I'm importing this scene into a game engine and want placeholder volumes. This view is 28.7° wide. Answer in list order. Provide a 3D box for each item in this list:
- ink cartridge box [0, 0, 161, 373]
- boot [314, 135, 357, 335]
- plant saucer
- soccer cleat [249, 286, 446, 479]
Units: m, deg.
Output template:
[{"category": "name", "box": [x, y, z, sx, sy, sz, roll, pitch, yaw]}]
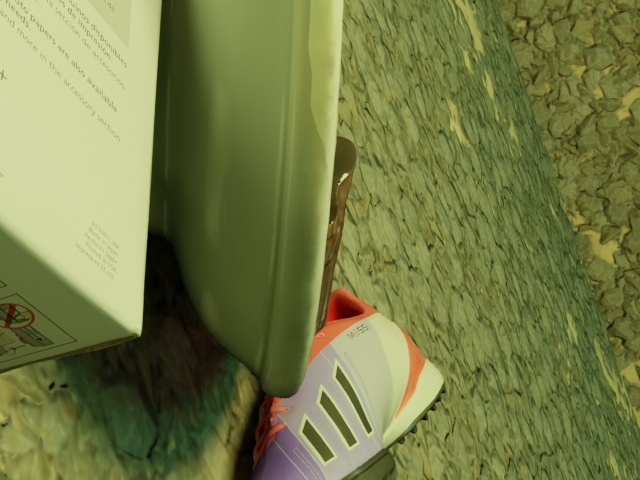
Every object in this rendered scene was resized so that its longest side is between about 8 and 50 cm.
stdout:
[{"category": "ink cartridge box", "box": [-0.192, -0.132, 0.473, 0.309, 0.130, 0.272, 51, 29, -47]}, {"category": "boot", "box": [0.000, 0.000, 0.853, 0.106, 0.037, 0.114, -74, 170, -47]}, {"category": "plant saucer", "box": [-0.054, -0.109, 0.743, 0.400, 0.101, 0.400, -178, -90, -86]}, {"category": "soccer cleat", "box": [-0.004, 0.121, 0.851, 0.116, 0.108, 0.318, 51, 22, 2]}]
